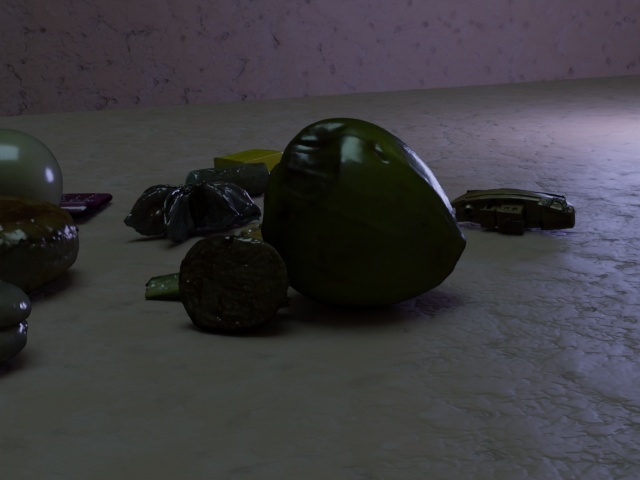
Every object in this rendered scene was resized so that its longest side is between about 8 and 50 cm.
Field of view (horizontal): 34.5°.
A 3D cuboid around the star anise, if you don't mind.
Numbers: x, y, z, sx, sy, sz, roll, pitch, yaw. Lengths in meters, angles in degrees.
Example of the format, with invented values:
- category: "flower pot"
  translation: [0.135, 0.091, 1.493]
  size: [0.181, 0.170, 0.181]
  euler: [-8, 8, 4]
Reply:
- category: "star anise"
  translation: [-0.209, -0.051, 1.731]
  size: [0.236, 0.093, 0.229]
  euler: [-8, 10, -36]

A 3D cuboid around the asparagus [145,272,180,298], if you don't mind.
- category: "asparagus"
  translation: [-0.149, 0.056, 1.384]
  size: [0.179, 0.041, 0.045]
  euler: [-3, 6, 1]

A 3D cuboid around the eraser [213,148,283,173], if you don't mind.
- category: "eraser"
  translation: [-0.155, -0.167, 2.240]
  size: [0.097, 0.045, 0.122]
  euler: [12, 20, 42]

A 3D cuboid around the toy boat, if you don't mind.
- category: "toy boat"
  translation: [0.307, -0.043, 1.668]
  size: [0.206, 0.064, 0.072]
  euler: [3, 33, 25]

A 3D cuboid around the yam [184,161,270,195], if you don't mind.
- category: "yam"
  translation: [-0.180, -0.112, 1.985]
  size: [0.169, 0.068, 0.068]
  euler: [-13, 18, -35]

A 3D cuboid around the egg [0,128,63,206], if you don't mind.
- category: "egg"
  translation: [-0.536, -0.096, 1.743]
  size: [0.186, 0.185, 0.242]
  euler: [-13, 14, -35]

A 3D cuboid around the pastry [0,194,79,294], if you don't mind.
- category: "pastry"
  translation: [-0.462, 0.014, 1.450]
  size: [0.257, 0.120, 0.236]
  euler: [-10, 20, -36]

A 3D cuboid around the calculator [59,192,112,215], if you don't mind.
- category: "calculator"
  translation: [-0.470, -0.065, 1.924]
  size: [0.127, 0.034, 0.190]
  euler: [-2, 9, 6]

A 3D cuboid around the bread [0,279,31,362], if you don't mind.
- category: "bread"
  translation: [-0.487, 0.081, 1.217]
  size: [0.338, 0.101, 0.183]
  euler: [2, 15, 13]

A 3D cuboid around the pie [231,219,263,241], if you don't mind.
- category: "pie"
  translation: [0.000, 0.000, 1.548]
  size: [0.274, 0.055, 0.274]
  euler: [-2, 14, 0]

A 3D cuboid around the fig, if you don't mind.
- category: "fig"
  translation: [0.059, -0.029, 1.314]
  size: [0.271, 0.239, 0.239]
  euler: [18, 12, -8]

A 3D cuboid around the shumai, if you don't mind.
- category: "shumai"
  translation: [-0.106, 0.051, 1.259]
  size: [0.139, 0.123, 0.105]
  euler: [-16, 3, 2]
